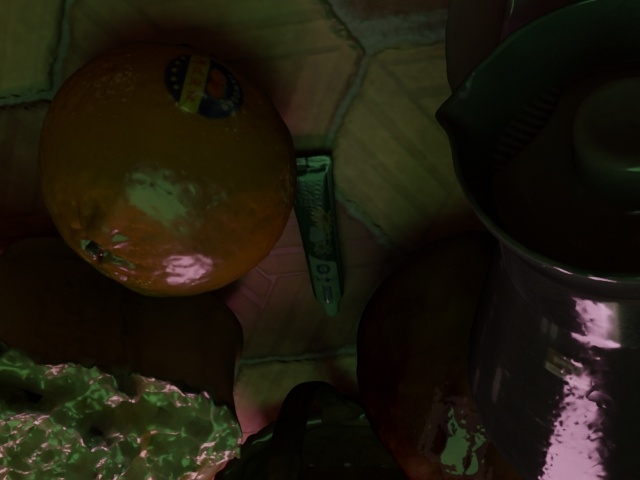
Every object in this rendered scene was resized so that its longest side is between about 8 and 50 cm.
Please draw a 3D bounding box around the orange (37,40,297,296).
[{"bbox_3d":[-0.127,-0.057,0.776,0.219,0.193,0.219,6,149,4],"label":"orange"}]

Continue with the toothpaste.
[{"bbox_3d":[0.000,0.000,0.914,0.049,0.031,0.204,-4,130,7],"label":"toothpaste"}]

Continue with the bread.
[{"bbox_3d":[-0.235,0.130,0.897,0.315,0.270,0.211,13,117,-17],"label":"bread"}]

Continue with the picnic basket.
[{"bbox_3d":[0.007,0.302,0.985,0.337,0.293,0.337,4,151,2],"label":"picnic basket"}]

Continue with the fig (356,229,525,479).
[{"bbox_3d":[0.135,0.126,0.896,0.224,0.224,0.263,-16,97,19],"label":"fig"}]

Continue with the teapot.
[{"bbox_3d":[0.229,0.034,0.609,0.300,0.253,0.344,14,154,26],"label":"teapot"}]

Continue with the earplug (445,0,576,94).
[{"bbox_3d":[0.257,-0.167,0.663,0.301,0.172,0.172,4,132,-6],"label":"earplug"}]
